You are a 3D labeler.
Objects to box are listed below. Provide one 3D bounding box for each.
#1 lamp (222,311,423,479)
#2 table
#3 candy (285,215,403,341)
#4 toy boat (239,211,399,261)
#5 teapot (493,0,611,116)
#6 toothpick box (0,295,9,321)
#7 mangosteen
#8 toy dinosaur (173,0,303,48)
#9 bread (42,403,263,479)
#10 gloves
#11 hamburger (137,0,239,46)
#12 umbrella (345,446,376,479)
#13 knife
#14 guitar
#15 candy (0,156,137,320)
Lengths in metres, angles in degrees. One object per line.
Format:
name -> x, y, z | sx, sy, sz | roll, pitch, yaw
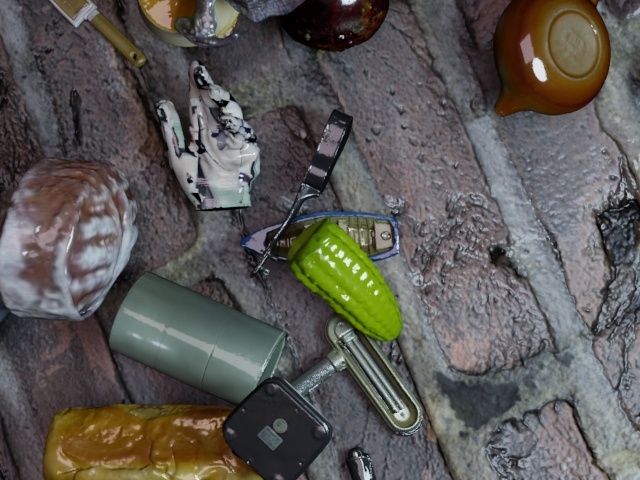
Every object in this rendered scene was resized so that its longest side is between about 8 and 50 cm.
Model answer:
lamp -> 0.015, 0.238, 1.303 | 0.203, 0.283, 0.124 | 44, 118, 7
table -> -0.170, 0.142, 1.372 | 0.220, 0.126, 0.126 | 23, 89, 7
candy -> 0.043, 0.064, 1.348 | 0.097, 0.097, 0.209 | -42, 111, 2
toy boat -> 0.000, 0.000, 1.404 | 0.229, 0.046, 0.080 | -4, 86, 6
teapot -> 0.317, -0.277, 1.358 | 0.178, 0.135, 0.252 | 40, 70, -25
toothpick box -> -0.602, 0.123, 1.358 | 0.263, 0.263, 0.355 | 41, 92, 8
mangosteen -> 0.020, -0.357, 1.371 | 0.172, 0.172, 0.184 | 17, 80, 7
toy dinosaur -> -0.088, -0.368, 1.294 | 0.294, 0.077, 0.162 | -20, 94, 38
bread -> -0.222, 0.300, 1.351 | 0.294, 0.167, 0.132 | 2, 63, 8
gloves -> -0.157, -0.151, 1.406 | 0.127, 0.111, 0.212 | -6, 88, 30
hamburger -> -0.182, -0.388, 1.425 | 0.173, 0.116, 0.210 | 11, 91, 15
umbrella -> 0.069, 0.358, 1.378 | 0.036, 0.031, 0.133 | -17, 84, -12
knife -> -0.365, -0.348, 1.483 | 0.256, 0.022, 0.046 | 44, 95, 8
guitar -> -0.024, -0.060, 1.373 | 0.038, 0.084, 0.271 | 26, 79, 6
candy -> -0.339, -0.004, 1.327 | 0.157, 0.289, 0.214 | 5, 107, 2
